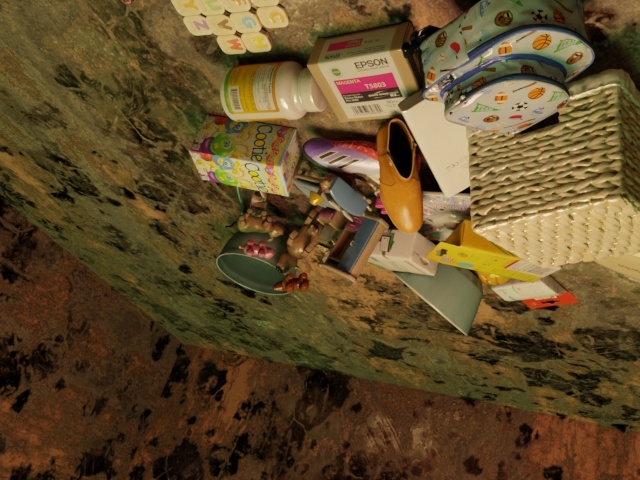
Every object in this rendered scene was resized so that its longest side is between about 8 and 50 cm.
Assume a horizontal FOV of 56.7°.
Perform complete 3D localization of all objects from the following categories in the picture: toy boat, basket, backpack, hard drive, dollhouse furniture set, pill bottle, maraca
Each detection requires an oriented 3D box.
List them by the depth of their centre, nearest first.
[{"bbox_3d":[0.331,-0.321,1.045,0.276,0.213,0.263,0,157,-32],"label":"backpack"},{"bbox_3d":[0.518,-0.125,1.229,0.328,0.267,0.331,-14,153,42],"label":"basket"},{"bbox_3d":[0.323,-0.247,1.347,0.202,0.040,0.307,-30,135,10],"label":"hard drive"},{"bbox_3d":[-0.107,-0.358,1.429,0.245,0.137,0.136,4,149,27],"label":"pill bottle"},{"bbox_3d":[0.836,-0.010,1.478,0.267,0.148,0.318,21,161,7],"label":"toy boat"},{"bbox_3d":[-0.008,-0.058,1.701,0.303,0.198,0.286,38,169,-39],"label":"dollhouse furniture set"},{"bbox_3d":[0.532,0.088,1.880,0.127,0.099,0.185,21,177,-27],"label":"maraca"}]

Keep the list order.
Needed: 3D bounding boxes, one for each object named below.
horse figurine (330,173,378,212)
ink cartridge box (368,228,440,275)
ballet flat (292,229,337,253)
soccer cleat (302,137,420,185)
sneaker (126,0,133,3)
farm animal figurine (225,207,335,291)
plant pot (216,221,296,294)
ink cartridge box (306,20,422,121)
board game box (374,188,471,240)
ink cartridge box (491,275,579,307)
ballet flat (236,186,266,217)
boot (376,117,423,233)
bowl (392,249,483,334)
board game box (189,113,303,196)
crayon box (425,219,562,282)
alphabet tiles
[{"bbox_3d":[0.084,-0.153,1.725,0.174,0.066,0.263,33,171,14],"label":"horse figurine"},{"bbox_3d":[0.231,0.032,1.800,0.219,0.093,0.160,5,163,42],"label":"ink cartridge box"},{"bbox_3d":[0.000,0.000,2.111,0.206,0.073,0.067,24,125,-14],"label":"ballet flat"},{"bbox_3d":[0.111,-0.227,1.580,0.317,0.109,0.116,18,141,-2],"label":"soccer cleat"},{"bbox_3d":[-0.467,-0.583,1.341,0.119,0.057,0.047,31,152,-19],"label":"sneaker"},{"bbox_3d":[-0.099,0.013,1.961,0.331,0.326,0.172,58,162,9],"label":"farm animal figurine"},{"bbox_3d":[-0.209,0.044,2.165,0.292,0.196,0.293,15,152,8],"label":"plant pot"},{"bbox_3d":[0.116,-0.366,1.325,0.234,0.088,0.193,1,149,32],"label":"ink cartridge box"},{"bbox_3d":[0.386,-0.040,1.684,0.389,0.051,0.390,6,164,25],"label":"board game box"},{"bbox_3d":[0.716,0.183,1.977,0.232,0.066,0.189,39,147,-26],"label":"ink cartridge box"},{"bbox_3d":[-0.230,-0.127,1.987,0.096,0.095,0.280,7,152,-2],"label":"ballet flat"},{"bbox_3d":[0.194,-0.145,1.430,0.104,0.296,0.211,-15,-171,3],"label":"boot"},{"bbox_3d":[0.400,0.144,1.915,0.311,0.163,0.311,40,-178,-2],"label":"bowl"},{"bbox_3d":[-0.208,-0.244,1.696,0.275,0.145,0.142,12,151,14],"label":"board game box"},{"bbox_3d":[0.464,0.028,1.611,0.318,0.081,0.202,12,165,0],"label":"crayon box"},{"bbox_3d":[-0.217,-0.531,1.313,0.277,0.021,0.284,5,149,26],"label":"alphabet tiles"}]
